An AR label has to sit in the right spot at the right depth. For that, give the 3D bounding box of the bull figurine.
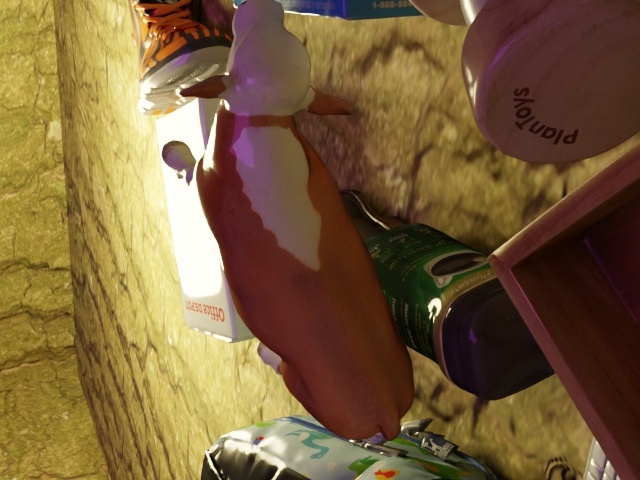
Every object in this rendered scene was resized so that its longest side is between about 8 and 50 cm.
[{"bbox_3d":[-0.026,-0.004,0.569,0.188,0.101,0.310,28,139,67],"label":"bull figurine"}]

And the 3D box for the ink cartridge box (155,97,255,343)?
[{"bbox_3d":[-0.104,-0.028,1.002,0.197,0.114,0.272,0,98,65],"label":"ink cartridge box"}]

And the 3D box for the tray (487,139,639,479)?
[{"bbox_3d":[0.234,0.002,0.280,0.202,0.076,0.411,60,152,12],"label":"tray"}]

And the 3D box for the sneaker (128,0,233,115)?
[{"bbox_3d":[-0.204,-0.279,1.118,0.321,0.125,0.179,-3,97,66],"label":"sneaker"}]

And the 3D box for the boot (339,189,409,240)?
[{"bbox_3d":[0.000,0.000,0.792,0.219,0.106,0.082,24,120,62],"label":"boot"}]

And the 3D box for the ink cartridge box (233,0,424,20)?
[{"bbox_3d":[0.048,-0.263,0.510,0.168,0.171,0.232,33,128,59],"label":"ink cartridge box"}]

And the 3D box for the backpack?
[{"bbox_3d":[0.027,0.282,0.706,0.356,0.273,0.289,2,101,45],"label":"backpack"}]

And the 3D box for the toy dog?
[{"bbox_3d":[0.170,-0.162,0.321,0.334,0.161,0.220,-34,50,54],"label":"toy dog"}]

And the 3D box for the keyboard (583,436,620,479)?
[{"bbox_3d":[0.202,0.069,0.487,0.072,0.014,0.255,45,138,52],"label":"keyboard"}]

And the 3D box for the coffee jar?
[{"bbox_3d":[0.097,0.047,0.609,0.184,0.096,0.079,29,134,61],"label":"coffee jar"}]
